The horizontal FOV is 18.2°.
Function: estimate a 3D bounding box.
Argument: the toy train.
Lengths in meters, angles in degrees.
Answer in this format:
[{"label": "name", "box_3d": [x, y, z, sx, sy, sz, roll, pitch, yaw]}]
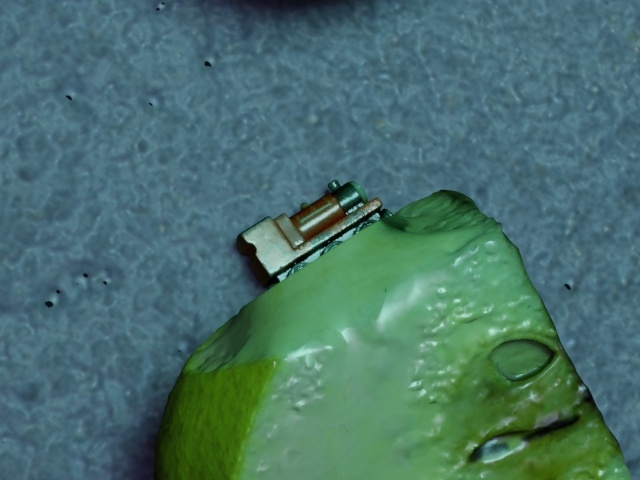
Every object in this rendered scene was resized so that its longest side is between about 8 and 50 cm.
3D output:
[{"label": "toy train", "box_3d": [0.000, 0.000, 1.345, 0.103, 0.044, 0.064, -32, 79, -15]}]

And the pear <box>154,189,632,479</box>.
[{"label": "pear", "box_3d": [0.033, 0.134, 1.265, 0.282, 0.176, 0.286, -32, 108, -8]}]
